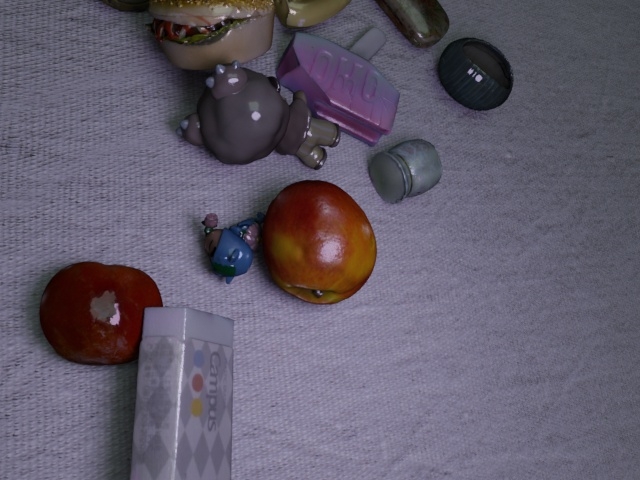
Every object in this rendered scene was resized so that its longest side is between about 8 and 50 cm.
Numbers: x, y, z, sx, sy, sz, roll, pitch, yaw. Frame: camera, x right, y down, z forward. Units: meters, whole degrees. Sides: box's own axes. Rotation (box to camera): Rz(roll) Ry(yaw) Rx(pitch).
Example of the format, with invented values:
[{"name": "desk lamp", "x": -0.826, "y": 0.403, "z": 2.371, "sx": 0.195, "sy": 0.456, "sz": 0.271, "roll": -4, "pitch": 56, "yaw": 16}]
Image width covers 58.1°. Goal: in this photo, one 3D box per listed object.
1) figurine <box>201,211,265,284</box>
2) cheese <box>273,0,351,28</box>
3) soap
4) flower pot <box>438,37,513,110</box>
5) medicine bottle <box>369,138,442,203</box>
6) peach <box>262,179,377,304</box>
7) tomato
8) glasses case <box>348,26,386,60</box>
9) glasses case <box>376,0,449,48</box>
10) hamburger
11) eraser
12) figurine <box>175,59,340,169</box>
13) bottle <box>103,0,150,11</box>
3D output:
[{"name": "figurine", "x": -0.200, "y": -0.002, "z": 1.284, "sx": 0.144, "sy": 0.114, "sz": 0.178, "roll": 36, "pitch": 50, "yaw": -3}, {"name": "cheese", "x": -0.025, "y": -0.734, "z": 1.602, "sx": 0.315, "sy": 0.128, "sz": 0.260, "roll": -32, "pitch": 96, "yaw": -24}, {"name": "soap", "x": 0.046, "y": -0.409, "z": 1.531, "sx": 0.323, "sy": 0.109, "sz": 0.193, "roll": 23, "pitch": 64, "yaw": -17}, {"name": "flower pot", "x": 0.465, "y": -0.498, "z": 1.734, "sx": 0.243, "sy": 0.157, "sz": 0.189, "roll": 34, "pitch": 60, "yaw": -11}, {"name": "medicine bottle", "x": 0.223, "y": -0.182, "z": 1.516, "sx": 0.143, "sy": 0.147, "sz": 0.147, "roll": -26, "pitch": 85, "yaw": -27}, {"name": "peach", "x": 0.000, "y": 0.000, "z": 1.295, "sx": 0.280, "sy": 0.238, "sz": 0.281, "roll": 5, "pitch": 67, "yaw": -11}, {"name": "tomato", "x": -0.412, "y": 0.139, "z": 1.106, "sx": 0.233, "sy": 0.139, "sz": 0.201, "roll": 6, "pitch": 77, "yaw": -24}, {"name": "glasses case", "x": 0.134, "y": -0.557, "z": 1.660, "sx": 0.063, "sy": 0.041, "sz": 0.164, "roll": 42, "pitch": 61, "yaw": -6}, {"name": "glasses case", "x": 0.225, "y": -0.770, "z": 1.744, "sx": 0.156, "sy": 0.098, "sz": 0.425, "roll": -41, "pitch": 93, "yaw": -26}, {"name": "hamburger", "x": -0.243, "y": -0.510, "z": 1.324, "sx": 0.301, "sy": 0.170, "sz": 0.302, "roll": -4, "pitch": 36, "yaw": 3}, {"name": "eraser", "x": -0.257, "y": 0.337, "z": 1.113, "sx": 0.213, "sy": 0.082, "sz": 0.397, "roll": 33, "pitch": 52, "yaw": -59}, {"name": "figurine", "x": -0.128, "y": -0.267, "z": 1.353, "sx": 0.380, "sy": 0.248, "sz": 0.203, "roll": 11, "pitch": 53, "yaw": -37}, {"name": "bottle", "x": -0.481, "y": -0.735, "z": 1.356, "sx": 0.171, "sy": 0.171, "sz": 0.351, "roll": -15, "pitch": 77, "yaw": -29}]
